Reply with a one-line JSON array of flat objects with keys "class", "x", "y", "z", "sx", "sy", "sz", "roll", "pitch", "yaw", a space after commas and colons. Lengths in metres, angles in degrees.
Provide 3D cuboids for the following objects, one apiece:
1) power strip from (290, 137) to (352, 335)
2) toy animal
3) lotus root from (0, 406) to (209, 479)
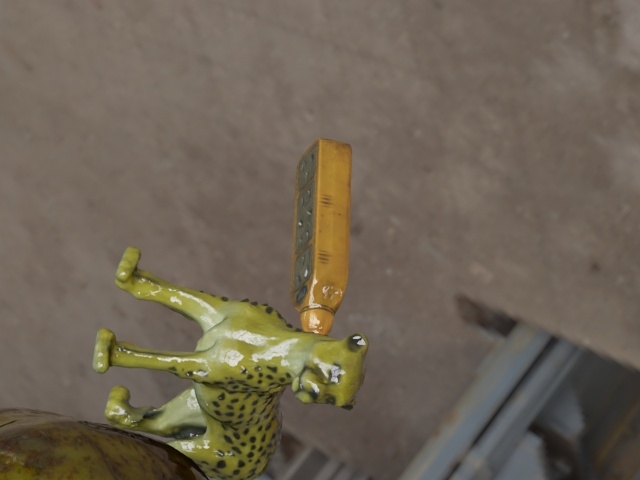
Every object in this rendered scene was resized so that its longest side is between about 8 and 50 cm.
[{"class": "power strip", "x": 0.000, "y": 0.000, "z": 1.314, "sx": 0.028, "sy": 0.178, "sz": 0.049, "roll": 16, "pitch": 145, "yaw": -21}, {"class": "toy animal", "x": -0.052, "y": 0.091, "z": 0.936, "sx": 0.136, "sy": 0.073, "sz": 0.181, "roll": 14, "pitch": 138, "yaw": 1}, {"class": "lotus root", "x": -0.119, "y": 0.130, "z": 0.771, "sx": 0.120, "sy": 0.120, "sz": 0.209, "roll": 16, "pitch": 180, "yaw": 41}]
